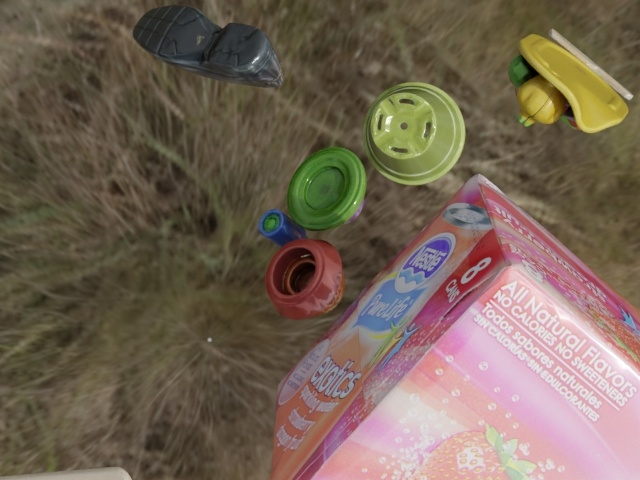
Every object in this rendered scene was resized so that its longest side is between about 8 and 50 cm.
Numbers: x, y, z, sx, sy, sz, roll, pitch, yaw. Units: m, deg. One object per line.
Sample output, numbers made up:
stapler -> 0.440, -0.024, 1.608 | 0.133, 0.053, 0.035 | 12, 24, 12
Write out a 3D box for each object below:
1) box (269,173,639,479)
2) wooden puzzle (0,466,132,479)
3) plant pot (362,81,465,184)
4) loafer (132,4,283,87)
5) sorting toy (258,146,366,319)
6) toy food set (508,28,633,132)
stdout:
box -> 0.134, 0.131, 0.698 | 0.300, 0.154, 0.142 | 40, 102, -9
wooden puzzle -> -0.228, 0.319, 1.739 | 0.221, 0.239, 0.044 | -9, 42, 30
plant pot -> 0.069, -0.087, 1.283 | 0.083, 0.079, 0.083 | 0, 88, 9
loafer -> -0.109, -0.178, 1.564 | 0.170, 0.061, 0.062 | 24, 74, 36
sorting toy -> 0.000, 0.000, 0.937 | 0.061, 0.042, 0.102 | 10, 73, 37
toy food set -> 0.241, -0.144, 1.661 | 0.128, 0.218, 0.071 | 40, 110, 6
